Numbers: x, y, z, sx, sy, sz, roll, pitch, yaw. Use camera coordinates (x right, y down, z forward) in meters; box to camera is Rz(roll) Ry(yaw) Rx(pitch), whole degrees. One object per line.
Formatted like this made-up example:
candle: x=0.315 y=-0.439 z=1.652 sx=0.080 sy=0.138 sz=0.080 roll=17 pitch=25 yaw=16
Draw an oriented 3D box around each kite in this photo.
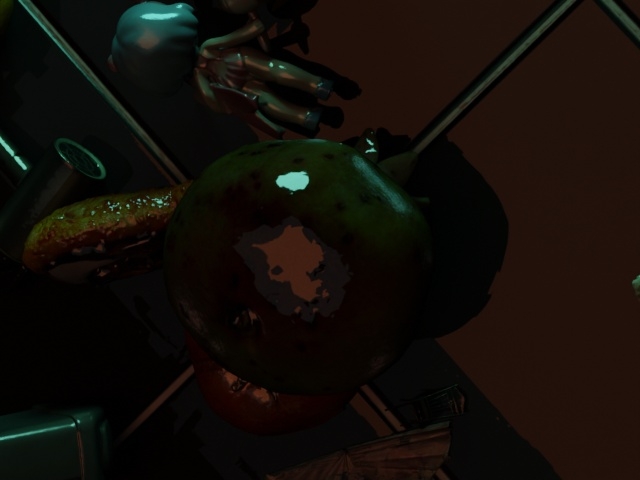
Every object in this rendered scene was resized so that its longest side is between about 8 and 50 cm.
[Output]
kite: x=0.069 y=0.348 z=1.901 sx=0.314 sy=0.011 sz=0.335 roll=29 pitch=104 yaw=14

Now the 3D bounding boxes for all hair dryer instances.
hair dryer: x=-0.398 y=-0.087 z=1.997 sx=0.248 sy=0.078 sz=0.195 roll=47 pitch=108 yaw=19

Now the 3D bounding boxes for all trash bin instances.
trash bin: x=-0.361 y=0.255 z=1.924 sx=0.176 sy=0.236 sz=0.101 roll=2 pitch=99 yaw=61

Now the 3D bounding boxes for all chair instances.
chair: x=0.118 y=0.193 z=1.858 sx=0.086 sy=0.042 sz=0.037 roll=-13 pitch=78 yaw=-16

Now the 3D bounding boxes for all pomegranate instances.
pomegranate: x=-0.016 y=0.018 z=1.749 sx=0.290 sy=0.323 sz=0.291 roll=3 pitch=106 yaw=10

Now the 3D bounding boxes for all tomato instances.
tomato: x=-0.060 y=0.126 z=1.888 sx=0.225 sy=0.085 sz=0.225 roll=2 pitch=96 yaw=15

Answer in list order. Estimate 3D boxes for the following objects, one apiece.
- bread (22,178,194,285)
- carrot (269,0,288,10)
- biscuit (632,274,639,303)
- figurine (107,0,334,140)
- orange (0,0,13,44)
bread: x=-0.216 y=-0.015 z=1.902 sx=0.268 sy=0.139 sz=0.095 roll=-23 pitch=67 yaw=12
carrot: x=-0.118 y=-0.353 z=1.869 sx=0.225 sy=0.067 sz=0.067 roll=41 pitch=106 yaw=9
biscuit: x=0.477 y=0.199 z=1.696 sx=0.144 sy=0.078 sz=0.426 roll=-29 pitch=88 yaw=32
figurine: x=-0.108 y=-0.209 z=1.829 sx=0.260 sy=0.103 sz=0.205 roll=22 pitch=125 yaw=3
orange: x=-0.445 y=-0.281 z=1.949 sx=0.136 sy=0.159 sz=0.159 roll=16 pitch=103 yaw=58
